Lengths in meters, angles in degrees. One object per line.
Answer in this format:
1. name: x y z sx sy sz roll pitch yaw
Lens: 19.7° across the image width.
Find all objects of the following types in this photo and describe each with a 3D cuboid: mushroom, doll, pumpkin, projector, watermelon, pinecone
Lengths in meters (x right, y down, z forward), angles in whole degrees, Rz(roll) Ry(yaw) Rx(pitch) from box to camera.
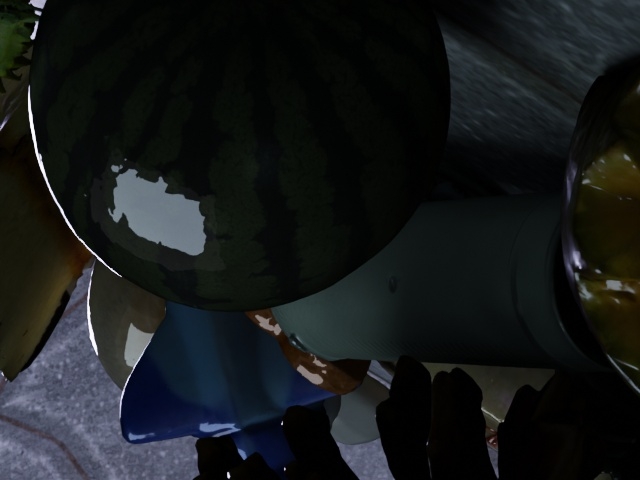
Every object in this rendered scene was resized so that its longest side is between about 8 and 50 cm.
1. mushroom: -0.103 0.027 1.888 0.292 0.292 0.290 38 -159 -34
2. doll: -0.040 0.092 1.558 0.376 0.187 0.365 41 -157 -17
3. pumpkin: 0.154 0.008 0.860 0.254 0.130 0.149 37 172 -40
4. projector: 0.087 0.027 1.153 0.108 0.108 0.337 36 162 -23
5. watermelon: -0.040 -0.070 0.888 0.212 0.212 0.212 33 173 4
6. pinecone: 0.019 0.252 1.060 0.384 0.384 0.384 33 173 4

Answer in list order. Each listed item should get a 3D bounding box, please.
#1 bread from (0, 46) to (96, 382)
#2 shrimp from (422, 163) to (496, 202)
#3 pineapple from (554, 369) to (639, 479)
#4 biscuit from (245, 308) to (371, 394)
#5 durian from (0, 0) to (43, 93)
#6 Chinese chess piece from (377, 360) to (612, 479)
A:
1. bread: -0.249 -0.036 1.740 0.242 0.345 0.405 39 163 -22
2. shrimp: 0.151 0.027 1.344 0.317 0.062 0.164 38 179 -26
3. pineapple: 0.285 0.159 1.198 0.310 0.170 0.141 23 170 17
4. biscuit: 0.000 0.000 1.482 0.306 0.043 0.284 -3 -131 -53
5. durian: -0.414 -0.248 1.652 0.352 0.158 0.169 40 159 -23
6. Chinese chess piece: 0.177 0.128 1.724 0.270 0.112 0.270 33 173 5
